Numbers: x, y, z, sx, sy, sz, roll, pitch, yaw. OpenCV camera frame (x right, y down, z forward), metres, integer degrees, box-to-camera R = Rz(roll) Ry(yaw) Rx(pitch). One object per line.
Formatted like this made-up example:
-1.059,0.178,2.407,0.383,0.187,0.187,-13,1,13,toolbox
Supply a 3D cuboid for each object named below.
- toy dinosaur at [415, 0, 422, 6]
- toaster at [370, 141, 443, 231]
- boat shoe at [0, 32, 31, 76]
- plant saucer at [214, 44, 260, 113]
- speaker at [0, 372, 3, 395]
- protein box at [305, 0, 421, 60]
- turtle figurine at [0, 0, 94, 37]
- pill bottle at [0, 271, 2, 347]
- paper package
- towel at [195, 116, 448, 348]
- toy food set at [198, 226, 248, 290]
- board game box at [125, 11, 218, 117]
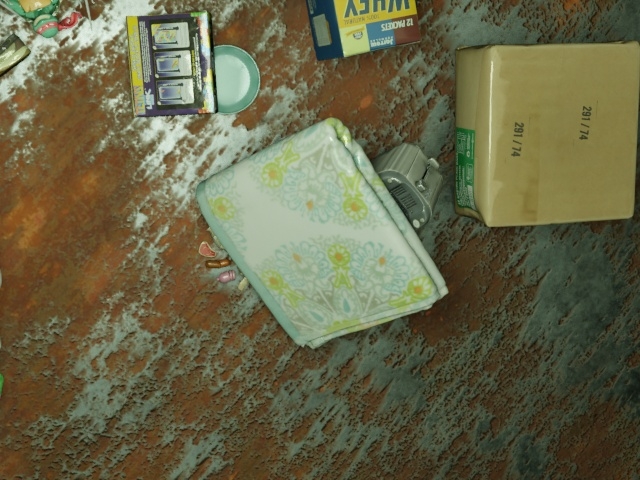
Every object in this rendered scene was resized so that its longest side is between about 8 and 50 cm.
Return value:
0.150,-0.453,1.666,0.082,0.047,0.090,12,86,-33,toy dinosaur
0.111,-0.072,1.631,0.227,0.146,0.129,-31,106,39,toaster
-0.551,-0.285,1.524,0.152,0.056,0.049,-37,100,-15,boat shoe
-0.166,-0.281,1.627,0.119,0.021,0.119,-2,99,-13,plant saucer
-0.647,0.346,1.563,0.131,0.131,0.297,25,93,-16,speaker
0.060,-0.416,1.565,0.135,0.201,0.200,-14,102,-11,protein box
-0.469,-0.411,1.488,0.175,0.118,0.234,-26,89,-23,turtle figurine
-0.636,-0.004,1.456,0.228,0.229,0.408,-12,102,-11,pill bottle
0.408,-0.200,1.700,0.309,0.168,0.325,-3,100,-11,paper package
0.000,0.000,1.587,0.320,0.090,0.374,-23,111,34,towel
-0.172,0.035,1.677,0.122,0.019,0.078,38,89,-16,toy food set
-0.251,-0.297,1.576,0.141,0.048,0.170,-2,100,3,board game box
